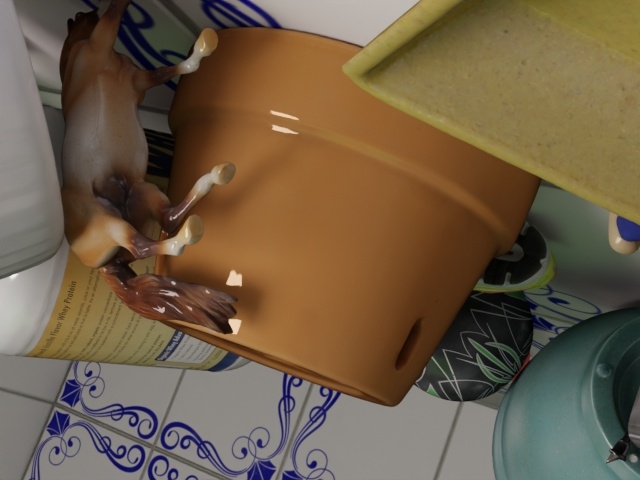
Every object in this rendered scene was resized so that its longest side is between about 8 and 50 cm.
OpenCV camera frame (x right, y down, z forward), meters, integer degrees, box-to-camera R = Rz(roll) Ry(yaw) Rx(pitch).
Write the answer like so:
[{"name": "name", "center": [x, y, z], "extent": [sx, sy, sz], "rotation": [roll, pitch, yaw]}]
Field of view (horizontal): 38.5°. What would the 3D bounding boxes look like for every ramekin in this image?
[{"name": "ramekin", "center": [-0.262, -0.090, 0.581], "extent": [0.135, 0.277, 0.277], "rotation": [-17, -177, -21]}]

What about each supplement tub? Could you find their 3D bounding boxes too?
[{"name": "supplement tub", "center": [-0.205, 0.001, 0.861], "extent": [0.316, 0.228, 0.228], "rotation": [10, 177, -32]}]

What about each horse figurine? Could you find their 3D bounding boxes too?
[{"name": "horse figurine", "center": [-0.126, -0.060, 0.605], "extent": [0.066, 0.263, 0.174], "rotation": [-1, 167, -44]}]

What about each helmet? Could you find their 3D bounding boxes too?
[{"name": "helmet", "center": [0.143, 0.090, 0.967], "extent": [0.169, 0.169, 0.161], "rotation": [29, -173, -35]}]

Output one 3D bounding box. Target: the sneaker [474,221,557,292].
[{"name": "sneaker", "center": [0.127, 0.012, 0.864], "extent": [0.209, 0.081, 0.094], "rotation": [16, 176, 37]}]

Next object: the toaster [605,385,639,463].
[{"name": "toaster", "center": [0.338, 0.116, 0.699], "extent": [0.168, 0.185, 0.110], "rotation": [20, 174, 7]}]

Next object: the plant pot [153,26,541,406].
[{"name": "plant pot", "center": [0.000, 0.000, 0.704], "extent": [0.291, 0.203, 0.291], "rotation": [19, 170, 4]}]

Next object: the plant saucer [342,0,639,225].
[{"name": "plant saucer", "center": [0.214, -0.062, 0.326], "extent": [0.333, 0.081, 0.333], "rotation": [23, 170, -14]}]

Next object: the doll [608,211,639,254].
[{"name": "doll", "center": [0.235, -0.021, 0.575], "extent": [0.129, 0.046, 0.189], "rotation": [19, 170, 3]}]

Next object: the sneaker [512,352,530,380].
[{"name": "sneaker", "center": [0.233, 0.140, 1.267], "extent": [0.145, 0.090, 0.270], "rotation": [21, 173, -5]}]

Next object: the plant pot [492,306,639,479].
[{"name": "plant pot", "center": [0.321, 0.182, 0.861], "extent": [0.293, 0.293, 0.196], "rotation": [18, 154, 12]}]
